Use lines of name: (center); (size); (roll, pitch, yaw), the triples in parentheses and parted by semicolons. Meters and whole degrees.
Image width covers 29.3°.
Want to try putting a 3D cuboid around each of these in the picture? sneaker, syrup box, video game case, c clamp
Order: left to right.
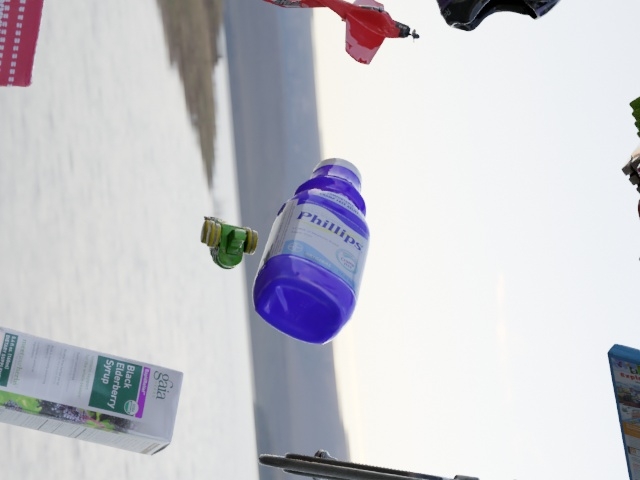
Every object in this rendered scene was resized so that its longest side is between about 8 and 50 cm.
syrup box: (-0.295, 0.187, 1.494); (0.096, 0.237, 0.093); (139, -37, -59)
c clamp: (0.044, 0.156, 0.802); (0.137, 0.161, 0.022); (31, 66, -74)
sneaker: (0.268, -0.317, 1.408); (0.107, 0.283, 0.124); (36, 40, -71)
video game case: (0.300, 0.164, 0.999); (0.119, 0.015, 0.166); (14, -46, 41)

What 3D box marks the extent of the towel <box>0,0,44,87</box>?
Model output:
towel: (-0.284, -0.179, 0.675); (0.031, 0.275, 0.199); (47, -50, 48)

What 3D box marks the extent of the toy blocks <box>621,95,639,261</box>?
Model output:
toy blocks: (0.532, -0.012, 1.666); (0.381, 0.191, 0.261); (52, 43, -6)

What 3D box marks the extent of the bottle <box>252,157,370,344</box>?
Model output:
bottle: (0.000, 0.000, 1.456); (0.092, 0.118, 0.283); (-55, -169, 34)

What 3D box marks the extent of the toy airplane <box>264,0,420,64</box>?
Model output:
toy airplane: (0.021, -0.213, 1.133); (0.151, 0.151, 0.028); (-99, -157, -54)

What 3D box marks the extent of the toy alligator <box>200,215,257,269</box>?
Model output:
toy alligator: (-0.117, 0.004, 1.467); (0.190, 0.056, 0.051); (-159, -100, -74)
